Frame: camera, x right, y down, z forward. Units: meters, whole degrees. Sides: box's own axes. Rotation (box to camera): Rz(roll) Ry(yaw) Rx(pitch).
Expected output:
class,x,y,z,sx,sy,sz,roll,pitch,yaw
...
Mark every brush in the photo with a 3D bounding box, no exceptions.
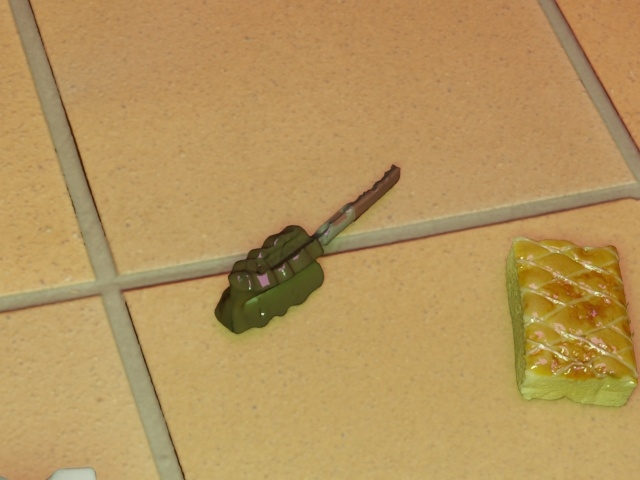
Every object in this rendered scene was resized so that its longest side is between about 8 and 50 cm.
class,x,y,z,sx,sy,sz,roll,pitch,yaw
brush,0.000,0.000,1.868,0.071,0.084,0.301,38,49,18

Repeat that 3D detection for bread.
class,x,y,z,sx,sy,sz,roll,pitch,yaw
bread,0.271,0.086,1.861,0.125,0.068,0.188,5,53,-8

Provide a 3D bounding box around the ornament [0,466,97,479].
class,x,y,z,sx,sy,sz,roll,pitch,yaw
ornament,-0.302,0.357,1.428,0.239,0.239,0.240,-2,54,-13
